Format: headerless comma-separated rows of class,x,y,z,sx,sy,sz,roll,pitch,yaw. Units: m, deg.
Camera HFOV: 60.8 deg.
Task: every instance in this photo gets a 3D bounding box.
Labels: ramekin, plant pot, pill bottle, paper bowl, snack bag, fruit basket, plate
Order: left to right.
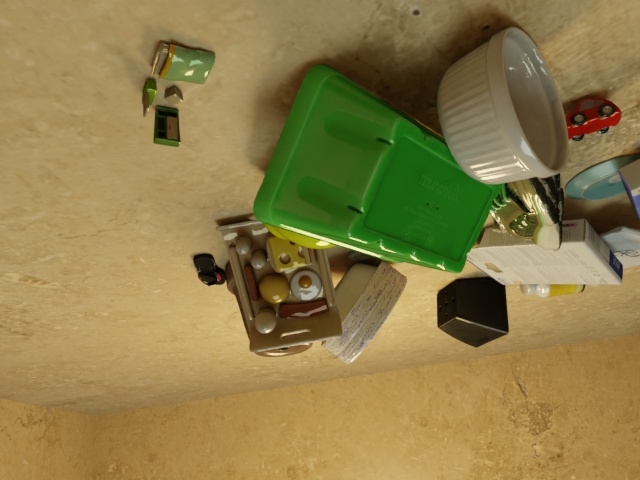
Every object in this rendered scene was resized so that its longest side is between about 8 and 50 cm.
plant pot,-0.105,0.166,1.388,0.262,0.230,0.263,-7,155,-3
fruit basket,0.047,-0.094,0.905,0.391,0.283,0.392,23,-173,-3
paper bowl,0.095,0.174,1.461,0.148,0.284,0.284,36,152,4
plant pot,0.482,0.224,1.781,0.166,0.188,0.188,13,151,-13
ramekin,0.253,-0.176,0.765,0.109,0.207,0.207,-17,156,41
pill bottle,0.722,0.122,1.699,0.184,0.103,0.103,-8,156,0
plate,0.641,-0.129,1.206,0.188,0.024,0.188,-6,157,-3
snack bag,0.793,0.024,1.486,0.322,0.037,0.342,8,163,-18

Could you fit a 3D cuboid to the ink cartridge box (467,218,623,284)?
ink cartridge box,0.573,0.041,1.434,0.330,0.072,0.324,-3,158,42

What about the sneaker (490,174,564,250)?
sneaker,0.388,-0.084,1.108,0.181,0.158,0.410,0,157,27

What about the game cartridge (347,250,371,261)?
game cartridge,0.115,0.032,1.417,0.083,0.017,0.056,-20,157,26

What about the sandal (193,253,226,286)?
sandal,-0.283,0.086,1.382,0.067,0.040,0.179,-8,156,0

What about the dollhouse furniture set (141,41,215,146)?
dollhouse furniture set,-0.200,-0.196,0.748,0.076,0.059,0.151,5,153,-28

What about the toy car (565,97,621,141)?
toy car,0.548,-0.229,0.915,0.224,0.053,0.239,9,152,-35

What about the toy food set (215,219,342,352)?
toy food set,-0.086,0.090,1.202,0.219,0.306,0.092,-11,-161,4

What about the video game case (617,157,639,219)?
video game case,0.780,-0.138,1.148,0.244,0.061,0.269,-28,150,26
